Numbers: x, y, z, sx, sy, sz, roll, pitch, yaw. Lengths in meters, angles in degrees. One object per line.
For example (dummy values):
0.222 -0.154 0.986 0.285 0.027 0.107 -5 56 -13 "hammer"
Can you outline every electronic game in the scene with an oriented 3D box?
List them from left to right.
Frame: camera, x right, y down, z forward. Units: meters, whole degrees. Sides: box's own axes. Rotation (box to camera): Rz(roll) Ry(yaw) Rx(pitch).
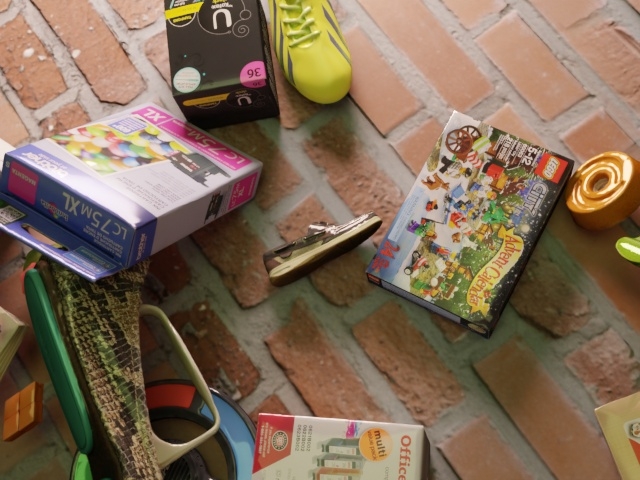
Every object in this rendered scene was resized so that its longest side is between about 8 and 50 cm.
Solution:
-0.172 0.269 1.117 0.229 0.048 0.229 -3 70 8 "electronic game"

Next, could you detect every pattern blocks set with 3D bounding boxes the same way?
-0.435 0.137 1.173 0.285 0.026 0.325 17 84 24 "pattern blocks set"

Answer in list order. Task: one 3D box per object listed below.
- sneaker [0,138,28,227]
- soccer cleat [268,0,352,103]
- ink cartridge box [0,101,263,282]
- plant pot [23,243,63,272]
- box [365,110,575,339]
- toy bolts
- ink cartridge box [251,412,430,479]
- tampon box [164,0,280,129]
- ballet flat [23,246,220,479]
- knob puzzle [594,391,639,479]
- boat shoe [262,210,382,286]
-0.434 -0.086 1.275 0.290 0.123 0.106 36 100 38 "sneaker"
-0.030 -0.309 1.270 0.093 0.121 0.289 -16 69 2 "soccer cleat"
-0.224 -0.066 1.138 0.186 0.065 0.311 29 33 17 "ink cartridge box"
-0.317 0.033 1.216 0.079 0.083 0.083 -1 69 21 "plant pot"
0.178 -0.022 1.173 0.159 0.044 0.233 25 75 17 "box"
0.423 -0.042 1.125 0.228 0.158 0.218 -50 30 0 "toy bolts"
0.024 0.260 1.048 0.176 0.127 0.128 2 70 8 "ink cartridge box"
-0.127 -0.241 1.270 0.120 0.101 0.161 -11 68 5 "tampon box"
-0.186 0.228 1.036 0.182 0.164 0.483 -6 73 -25 "ballet flat"
0.413 0.230 1.052 0.213 0.030 0.213 -3 69 8 "knob puzzle"
0.000 0.000 1.186 0.152 0.056 0.049 -28 73 -2 "boat shoe"
